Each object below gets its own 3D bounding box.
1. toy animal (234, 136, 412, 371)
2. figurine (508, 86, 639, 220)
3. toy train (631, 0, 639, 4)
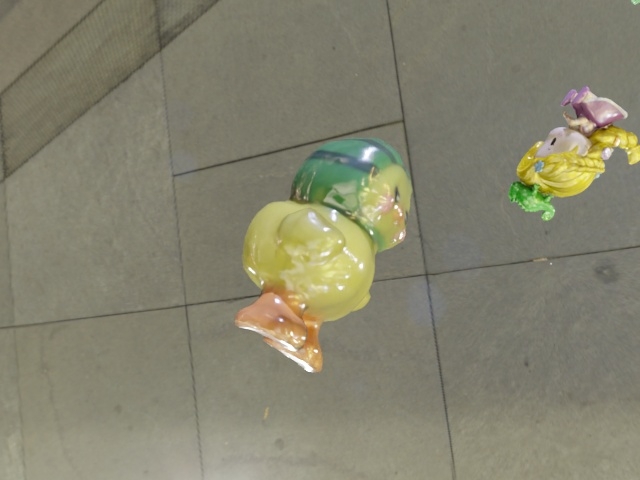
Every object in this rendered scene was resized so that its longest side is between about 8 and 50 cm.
[{"bbox_3d":[-0.002,-0.002,0.785,0.191,0.216,0.338,21,71,29],"label":"toy animal"},{"bbox_3d":[0.314,-0.091,0.678,0.114,0.095,0.156,34,98,2],"label":"figurine"},{"bbox_3d":[0.481,-0.350,0.712,0.132,0.243,0.188,-30,63,30],"label":"toy train"}]
